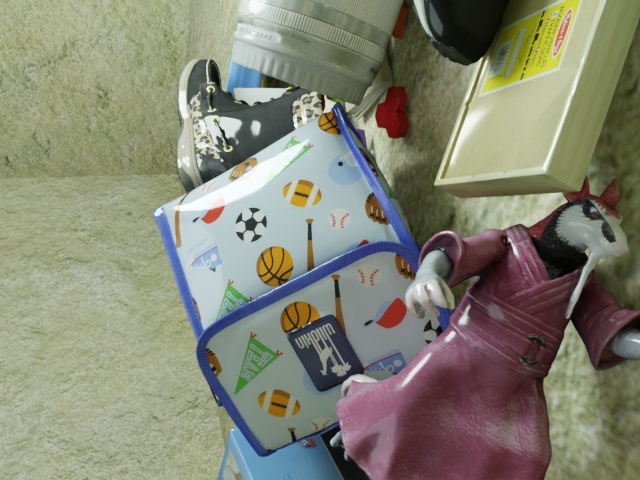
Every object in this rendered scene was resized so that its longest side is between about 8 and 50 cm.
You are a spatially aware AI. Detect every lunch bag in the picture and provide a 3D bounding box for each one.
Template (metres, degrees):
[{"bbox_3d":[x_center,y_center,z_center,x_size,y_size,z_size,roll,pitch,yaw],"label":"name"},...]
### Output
[{"bbox_3d":[-0.012,0.059,0.832,0.385,0.328,0.239,67,-168,22],"label":"lunch bag"}]

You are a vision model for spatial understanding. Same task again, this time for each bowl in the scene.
[{"bbox_3d":[-0.184,-0.453,1.497,0.391,0.077,0.390,-169,90,-80],"label":"bowl"}]

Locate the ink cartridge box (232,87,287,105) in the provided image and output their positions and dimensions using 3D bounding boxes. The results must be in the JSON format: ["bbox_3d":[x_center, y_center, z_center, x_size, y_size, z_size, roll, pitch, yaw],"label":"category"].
[{"bbox_3d":[-0.127,-0.215,1.388,0.232,0.168,0.171,121,140,-58],"label":"ink cartridge box"}]

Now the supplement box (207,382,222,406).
[{"bbox_3d":[-0.225,0.263,1.715,0.195,0.194,0.356,-152,61,-67],"label":"supplement box"}]

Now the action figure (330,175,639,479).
[{"bbox_3d":[0.186,0.103,0.579,0.370,0.248,0.276,-60,-5,3],"label":"action figure"}]

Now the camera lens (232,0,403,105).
[{"bbox_3d":[0.008,-0.354,0.839,0.219,0.220,0.274,46,119,61],"label":"camera lens"}]

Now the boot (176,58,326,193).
[{"bbox_3d":[-0.129,-0.246,1.162,0.138,0.285,0.377,71,-171,-47],"label":"boot"}]

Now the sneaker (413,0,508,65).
[{"bbox_3d":[0.171,-0.308,0.552,0.124,0.107,0.283,-4,70,58],"label":"sneaker"}]

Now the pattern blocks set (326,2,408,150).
[{"bbox_3d":[0.073,-0.314,1.018,0.285,0.026,0.324,176,91,-67],"label":"pattern blocks set"}]

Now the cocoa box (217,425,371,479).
[{"bbox_3d":[0.008,0.457,0.957,0.347,0.228,0.231,56,147,31],"label":"cocoa box"}]

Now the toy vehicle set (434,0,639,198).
[{"bbox_3d":[0.200,-0.169,0.532,0.266,0.035,0.166,-70,19,-4],"label":"toy vehicle set"}]
